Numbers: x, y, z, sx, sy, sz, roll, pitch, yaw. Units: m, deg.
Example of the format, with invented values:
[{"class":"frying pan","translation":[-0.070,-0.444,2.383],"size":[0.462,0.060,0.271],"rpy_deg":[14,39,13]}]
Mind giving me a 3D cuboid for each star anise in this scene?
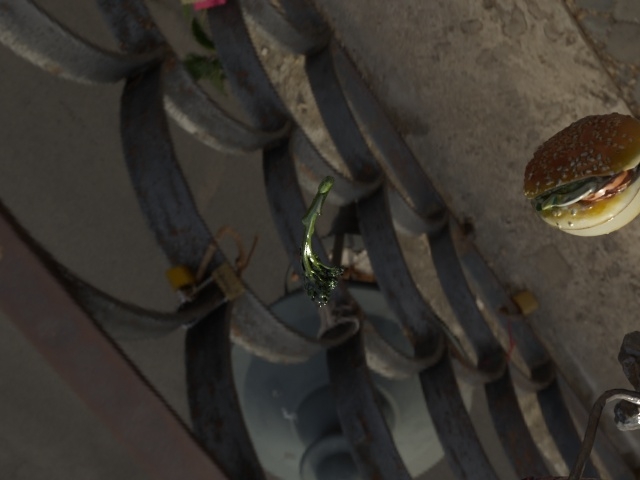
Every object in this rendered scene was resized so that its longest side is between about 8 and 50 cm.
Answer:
[{"class":"star anise","translation":[0.309,0.200,1.055],"size":[0.227,0.218,0.148],"rpy_deg":[0,136,-24]}]

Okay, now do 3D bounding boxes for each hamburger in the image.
[{"class":"hamburger","translation":[0.437,-0.112,1.560],"size":[0.237,0.237,0.147],"rpy_deg":[-32,124,20]}]

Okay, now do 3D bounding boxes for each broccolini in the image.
[{"class":"broccolini","translation":[-0.007,-0.002,1.098],"size":[0.052,0.054,0.194],"rpy_deg":[20,141,21]}]

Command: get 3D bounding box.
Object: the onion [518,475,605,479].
[{"class":"onion","translation":[0.248,0.365,1.037],"size":[0.284,0.120,0.227],"rpy_deg":[12,99,32]}]
